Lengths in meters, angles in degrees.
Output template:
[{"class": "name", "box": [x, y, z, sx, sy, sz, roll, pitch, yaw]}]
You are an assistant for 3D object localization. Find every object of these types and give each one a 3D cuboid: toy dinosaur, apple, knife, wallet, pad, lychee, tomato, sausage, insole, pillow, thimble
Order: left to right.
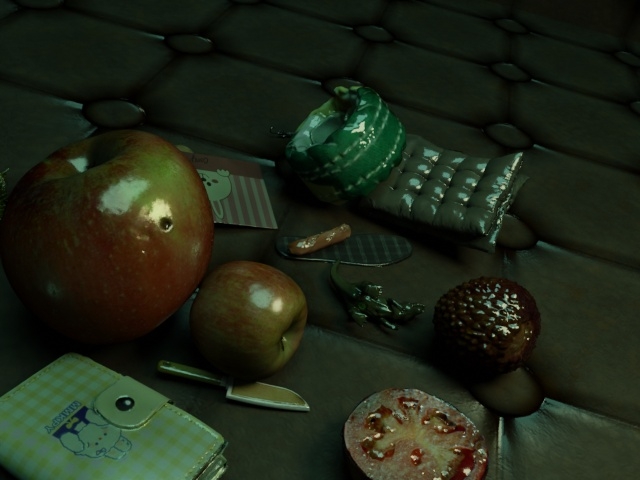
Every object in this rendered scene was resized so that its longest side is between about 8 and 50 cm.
[{"class": "wallet", "box": [-0.306, 0.285, 0.976, 0.309, 0.077, 0.223, 27, 43, 18]}, {"class": "apple", "box": [-0.338, -0.007, 1.128, 0.348, 0.277, 0.349, -14, 32, 9]}, {"class": "pad", "box": [-0.243, -0.114, 1.466, 0.299, 0.005, 0.202, 6, 48, -31]}, {"class": "knife", "box": [-0.140, 0.239, 1.120, 0.255, 0.022, 0.046, 15, 30, -6]}, {"class": "apple", "box": [-0.119, 0.127, 1.135, 0.173, 0.188, 0.188, 18, 36, 21]}, {"class": "sausage", "box": [0.000, 0.000, 1.439, 0.157, 0.042, 0.036, -19, 86, -33]}, {"class": "insole", "box": [0.055, 0.015, 1.476, 0.309, 0.012, 0.110, 3, 40, -15]}, {"class": "thimble", "box": [0.059, -0.222, 1.573, 0.167, 0.254, 0.288, 48, 35, -26]}, {"class": "toy dinosaur", "box": [0.099, 0.118, 1.355, 0.187, 0.087, 0.179, 28, 2, -8]}, {"class": "tomato", "box": [0.135, 0.326, 1.048, 0.224, 0.085, 0.225, 6, 37, -5]}, {"class": "pillow", "box": [0.271, -0.114, 1.545, 0.326, 0.101, 0.228, 17, 61, 30]}, {"class": "lychee", "box": [0.295, 0.151, 1.255, 0.188, 0.188, 0.188, 9, 38, -7]}]

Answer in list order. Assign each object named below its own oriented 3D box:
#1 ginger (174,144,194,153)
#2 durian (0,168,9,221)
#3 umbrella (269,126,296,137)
[{"class": "ginger", "box": [-0.318, -0.130, 1.492, 0.137, 0.074, 0.213, 7, 34, -1]}, {"class": "durian", "box": [-0.665, -0.094, 1.320, 0.137, 0.096, 0.221, -1, 34, -20]}, {"class": "umbrella", "box": [-0.076, -0.274, 1.798, 0.122, 0.022, 0.013, 6, 11, -28]}]
